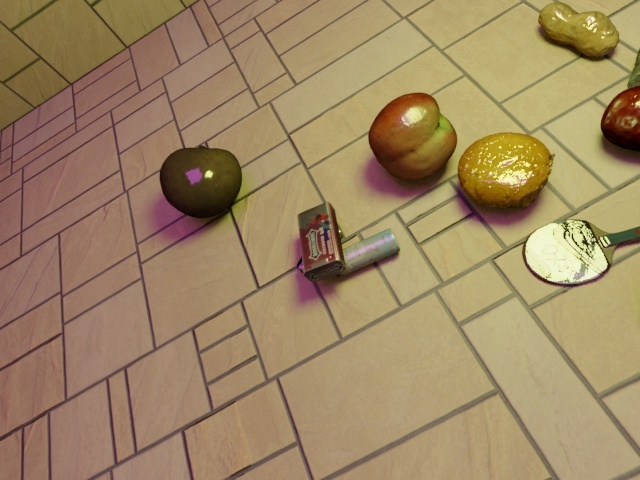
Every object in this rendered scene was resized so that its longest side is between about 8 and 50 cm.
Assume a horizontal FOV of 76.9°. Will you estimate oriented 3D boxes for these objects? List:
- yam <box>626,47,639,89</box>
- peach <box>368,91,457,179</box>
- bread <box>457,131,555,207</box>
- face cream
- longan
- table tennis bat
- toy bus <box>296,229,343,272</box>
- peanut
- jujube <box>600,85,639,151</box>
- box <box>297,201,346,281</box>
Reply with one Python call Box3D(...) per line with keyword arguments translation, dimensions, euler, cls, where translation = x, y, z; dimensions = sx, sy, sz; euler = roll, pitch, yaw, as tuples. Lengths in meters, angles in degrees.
Box3D(translation=(0.934, -0.501, 1.119), dimensions=(0.106, 0.107, 0.183), euler=(17, 70, 28), cls="yam")
Box3D(translation=(0.266, -0.302, 1.194), dimensions=(0.252, 0.252, 0.253), euler=(-9, 62, 17), cls="peach")
Box3D(translation=(0.498, -0.189, 1.105), dimensions=(0.239, 0.139, 0.240), euler=(-9, 61, 17), cls="bread")
Box3D(translation=(0.114, 0.043, 1.179), dimensions=(0.229, 0.075, 0.075), euler=(-25, 58, 8), cls="face cream")
Box3D(translation=(-0.420, -0.213, 1.424), dimensions=(0.299, 0.243, 0.301), euler=(-1, 54, 1), cls="longan")
Box3D(translation=(0.669, 0.016, 1.006), dimensions=(0.300, 0.022, 0.174), euler=(-16, 60, 16), cls="table tennis bat")
Box3D(translation=(0.000, 0.032, 1.241), dimensions=(0.072, 0.057, 0.172), euler=(28, 77, 23), cls="toy bus")
Box3D(translation=(0.793, -0.657, 1.247), dimensions=(0.101, 0.117, 0.263), euler=(-27, 52, -18), cls="peanut")
Box3D(translation=(0.846, -0.295, 1.016), dimensions=(0.236, 0.168, 0.168), euler=(26, 75, 13), cls="jujube")
Box3D(translation=(0.000, 0.000, 1.173), dimensions=(0.120, 0.069, 0.224), euler=(-23, 50, 15), cls="box")
